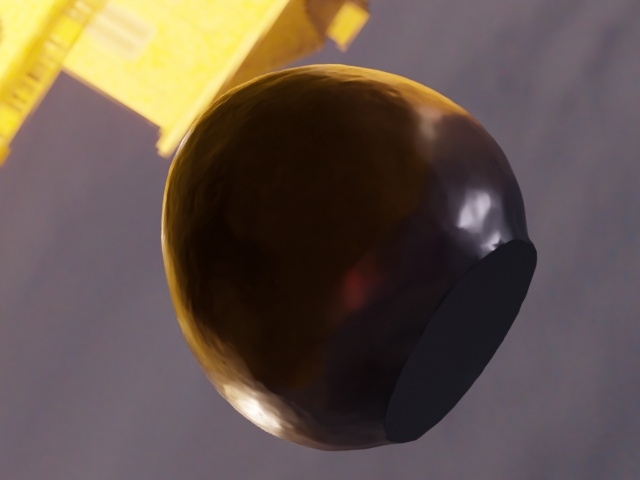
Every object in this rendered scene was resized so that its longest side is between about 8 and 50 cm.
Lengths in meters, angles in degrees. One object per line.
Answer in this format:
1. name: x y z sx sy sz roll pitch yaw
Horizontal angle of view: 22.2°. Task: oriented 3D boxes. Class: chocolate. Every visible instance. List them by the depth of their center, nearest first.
1. chocolate: 0.000 0.000 0.700 0.177 0.177 0.176 -48 -159 26
